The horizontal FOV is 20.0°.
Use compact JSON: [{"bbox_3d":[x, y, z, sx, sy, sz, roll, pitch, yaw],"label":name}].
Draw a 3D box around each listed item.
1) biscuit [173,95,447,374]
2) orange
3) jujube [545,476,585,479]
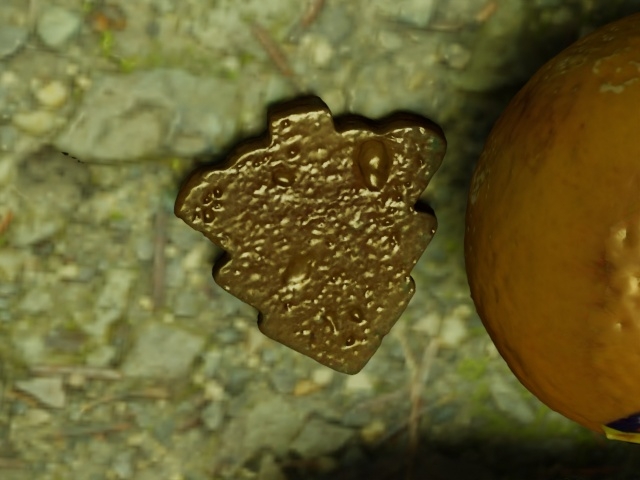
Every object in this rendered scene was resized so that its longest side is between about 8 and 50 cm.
[{"bbox_3d":[0.000,0.000,0.781,0.119,0.019,0.130,-13,116,-7],"label":"biscuit"},{"bbox_3d":[0.143,-0.006,0.736,0.177,0.155,0.178,-7,124,-11],"label":"orange"},{"bbox_3d":[0.109,0.217,0.807,0.317,0.226,0.226,4,114,-20],"label":"jujube"}]
